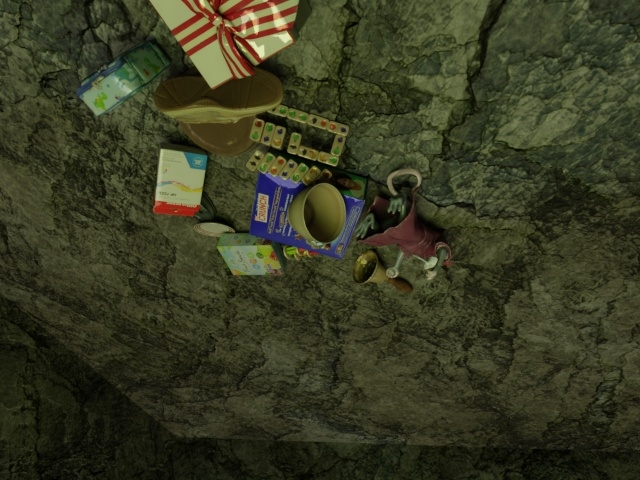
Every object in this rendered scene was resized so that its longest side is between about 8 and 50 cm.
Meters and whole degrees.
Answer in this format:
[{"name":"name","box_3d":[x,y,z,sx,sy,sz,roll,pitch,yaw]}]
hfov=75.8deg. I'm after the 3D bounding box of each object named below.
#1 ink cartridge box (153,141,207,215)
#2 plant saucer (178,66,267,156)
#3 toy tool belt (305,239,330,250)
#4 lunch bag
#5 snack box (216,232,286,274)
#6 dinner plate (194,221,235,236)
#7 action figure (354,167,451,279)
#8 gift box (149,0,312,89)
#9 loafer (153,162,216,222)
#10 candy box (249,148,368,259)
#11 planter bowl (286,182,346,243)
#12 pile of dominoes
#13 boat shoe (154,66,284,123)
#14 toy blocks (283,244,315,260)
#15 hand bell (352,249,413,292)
[{"name":"ink cartridge box","box_3d":[-0.433,-0.170,1.257,0.134,0.078,0.230,3,116,-26]},{"name":"plant saucer","box_3d":[-0.289,-0.352,1.163,0.278,0.041,0.277,7,134,7]},{"name":"toy tool belt","box_3d":[0.000,0.000,1.252,0.083,0.052,0.051,23,143,-12]},{"name":"lunch bag","box_3d":[-0.493,-0.410,1.030,0.176,0.219,0.090,-17,126,27]},{"name":"snack box","box_3d":[-0.246,0.051,1.497,0.207,0.070,0.174,-1,139,15]},{"name":"dinner plate","box_3d":[-0.374,-0.042,1.456,0.141,0.017,0.141,1,160,0]},{"name":"action figure","box_3d":[0.285,-0.019,1.289,0.370,0.275,0.248,25,166,-35]},{"name":"gift box","box_3d":[-0.170,-0.505,0.842,0.277,0.258,0.255,-21,125,30]},{"name":"loafer","box_3d":[-0.453,-0.149,1.357,0.096,0.084,0.267,-16,127,26]},{"name":"candy box","box_3d":[-0.044,-0.104,1.282,0.317,0.122,0.268,15,134,-4]},{"name":"planter bowl","box_3d":[-0.024,-0.074,1.133,0.109,0.162,0.162,2,138,45]},{"name":"pile of dominoes","box_3d":[-0.067,-0.257,1.123,0.251,0.040,0.195,16,95,-2]},{"name":"boat shoe","box_3d":[-0.247,-0.363,1.054,0.341,0.121,0.110,3,170,14]},{"name":"toy blocks","box_3d":[-0.036,0.027,1.417,0.148,0.054,0.123,-14,167,25]},{"name":"hand bell","box_3d":[0.246,0.139,1.473,0.242,0.126,0.126,27,133,-28]}]
